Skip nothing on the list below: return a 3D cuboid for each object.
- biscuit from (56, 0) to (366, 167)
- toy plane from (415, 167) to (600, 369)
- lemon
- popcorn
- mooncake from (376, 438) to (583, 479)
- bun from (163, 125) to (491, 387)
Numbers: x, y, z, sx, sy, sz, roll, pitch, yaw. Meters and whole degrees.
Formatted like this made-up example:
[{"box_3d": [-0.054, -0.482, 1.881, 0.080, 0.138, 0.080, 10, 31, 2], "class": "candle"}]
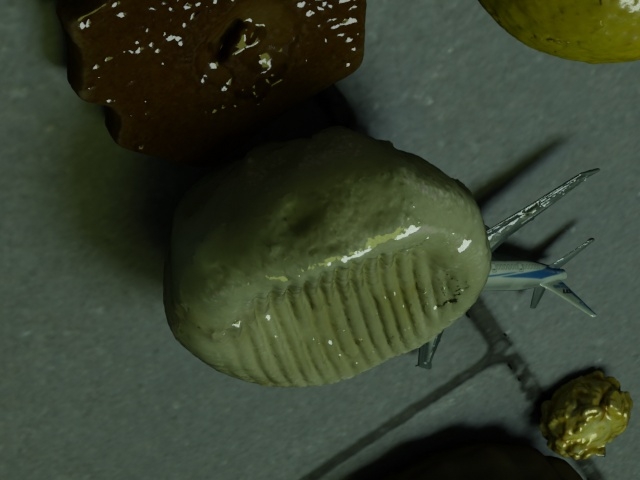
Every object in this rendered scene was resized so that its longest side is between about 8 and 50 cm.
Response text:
[{"box_3d": [-0.068, -0.133, 1.082, 0.182, 0.034, 0.215, -34, 145, 5], "class": "biscuit"}, {"box_3d": [0.115, 0.024, 1.371, 0.226, 0.058, 0.226, 10, 131, -37], "class": "toy plane"}, {"box_3d": [0.172, -0.191, 1.076, 0.193, 0.180, 0.180, -20, 142, -14], "class": "lemon"}, {"box_3d": [0.232, 0.154, 1.602, 0.083, 0.057, 0.082, 21, 113, -43], "class": "popcorn"}, {"box_3d": [0.126, 0.303, 1.607, 0.290, 0.161, 0.290, -19, 142, -16], "class": "mooncake"}, {"box_3d": [0.000, 0.000, 1.198, 0.231, 0.133, 0.231, -12, 151, -7], "class": "bun"}]
